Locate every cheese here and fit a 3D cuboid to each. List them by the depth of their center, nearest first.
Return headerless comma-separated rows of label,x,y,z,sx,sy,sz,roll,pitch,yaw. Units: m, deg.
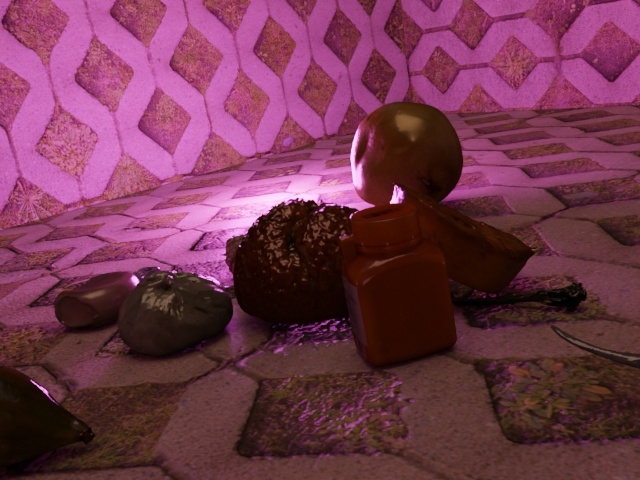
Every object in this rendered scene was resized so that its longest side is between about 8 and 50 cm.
cheese,-0.452,0.111,1.512,0.163,0.082,0.286,-4,14,20

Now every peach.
peach,0.241,-0.228,1.885,0.281,0.315,0.315,19,-2,-31

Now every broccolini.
broccolini,0.328,0.093,1.138,0.218,0.042,0.044,-2,16,32

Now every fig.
fig,-0.410,0.239,0.915,0.184,0.133,0.126,2,-17,24

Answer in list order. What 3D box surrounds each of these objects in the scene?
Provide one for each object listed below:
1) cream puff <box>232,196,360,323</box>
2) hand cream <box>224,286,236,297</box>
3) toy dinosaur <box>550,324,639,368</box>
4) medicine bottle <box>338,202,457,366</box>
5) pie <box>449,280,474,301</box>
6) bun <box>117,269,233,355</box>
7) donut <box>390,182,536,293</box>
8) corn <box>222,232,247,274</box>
cream puff,-0.021,0.026,1.279,0.302,0.212,0.303,-7,16,2
hand cream,-0.246,0.112,1.468,0.165,0.037,0.057,-2,16,5
toy dinosaur,0.460,0.147,0.762,0.392,0.092,0.205,-1,18,36
medicine bottle,0.113,0.062,1.038,0.149,0.222,0.112,-13,16,-10
pie,0.233,0.093,1.239,0.085,0.017,0.085,-11,16,3
bun,-0.273,0.121,1.266,0.203,0.127,0.212,6,21,40
donut,0.235,0.002,1.220,0.277,0.109,0.277,24,9,-4
corn,-0.060,0.010,1.542,0.334,0.127,0.127,-8,15,16
